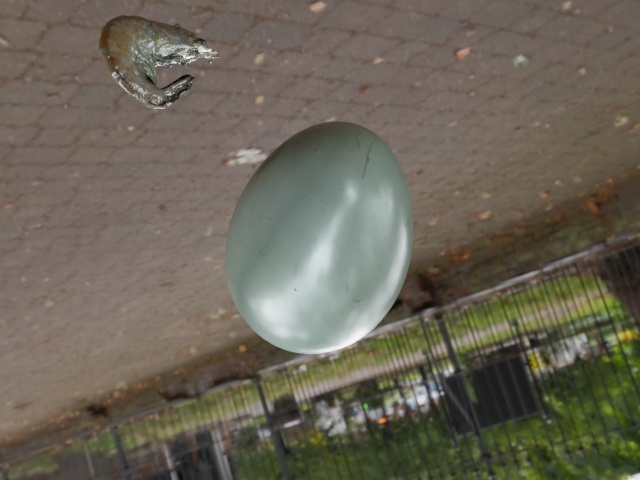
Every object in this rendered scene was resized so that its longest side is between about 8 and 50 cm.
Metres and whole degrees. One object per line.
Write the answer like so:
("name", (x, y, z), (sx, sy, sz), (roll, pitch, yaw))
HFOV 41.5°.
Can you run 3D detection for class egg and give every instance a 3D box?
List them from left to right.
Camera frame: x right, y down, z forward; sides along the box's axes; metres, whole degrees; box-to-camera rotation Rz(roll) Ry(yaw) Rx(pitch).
("egg", (0.000, 0.000, 0.833), (0.182, 0.183, 0.264), (-12, 139, -27))

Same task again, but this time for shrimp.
("shrimp", (-0.206, -0.235, 1.125), (0.047, 0.126, 0.223), (-18, 177, 33))
